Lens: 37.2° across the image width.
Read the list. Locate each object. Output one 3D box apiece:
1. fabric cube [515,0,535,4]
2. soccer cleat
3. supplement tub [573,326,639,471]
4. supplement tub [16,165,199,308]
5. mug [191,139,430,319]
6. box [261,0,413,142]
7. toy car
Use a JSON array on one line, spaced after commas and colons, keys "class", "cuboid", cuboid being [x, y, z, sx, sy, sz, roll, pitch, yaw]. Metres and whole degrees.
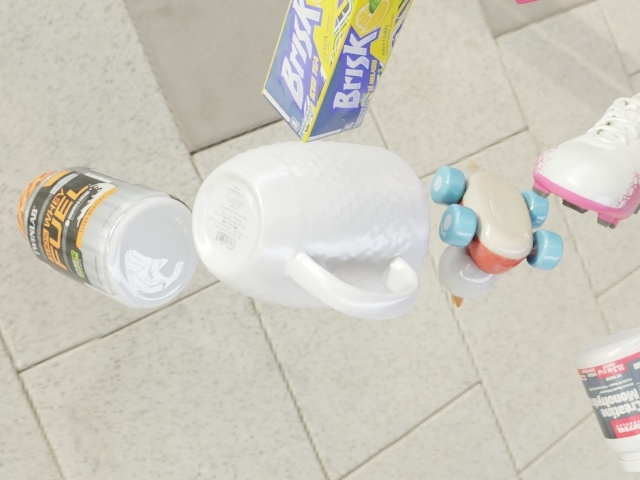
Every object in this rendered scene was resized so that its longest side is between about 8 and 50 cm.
[{"class": "fabric cube", "cuboid": [0.411, -0.600, 1.616, 0.258, 0.259, 0.254, 43, 60, -34]}, {"class": "soccer cleat", "cuboid": [0.322, -0.102, 1.043, 0.331, 0.116, 0.143, -13, 128, -63]}, {"class": "supplement tub", "cuboid": [0.683, 0.341, 2.059, 0.191, 0.191, 0.272, -18, 84, -36]}, {"class": "supplement tub", "cuboid": [-0.365, -0.016, 1.600, 0.193, 0.316, 0.194, -18, 115, -42]}, {"class": "mug", "cuboid": [0.000, 0.000, 1.503, 0.328, 0.374, 0.276, 1, 123, -46]}, {"class": "box", "cuboid": [0.016, -0.147, 0.624, 0.054, 0.169, 0.059, -20, 59, -35]}, {"class": "toy car", "cuboid": [0.285, 0.016, 1.772, 0.219, 0.238, 0.210, 14, 41, -18]}]
